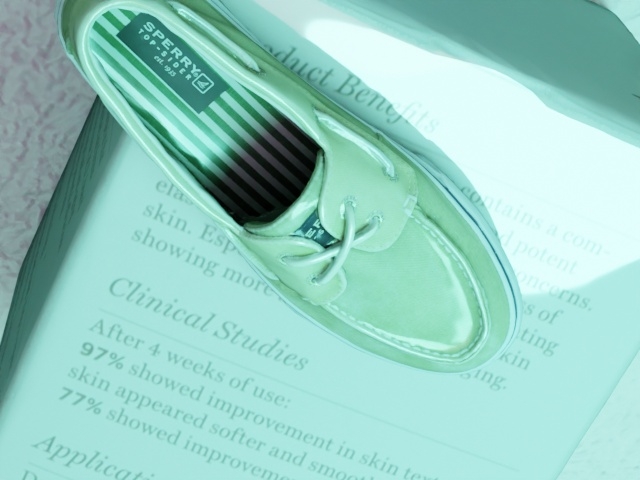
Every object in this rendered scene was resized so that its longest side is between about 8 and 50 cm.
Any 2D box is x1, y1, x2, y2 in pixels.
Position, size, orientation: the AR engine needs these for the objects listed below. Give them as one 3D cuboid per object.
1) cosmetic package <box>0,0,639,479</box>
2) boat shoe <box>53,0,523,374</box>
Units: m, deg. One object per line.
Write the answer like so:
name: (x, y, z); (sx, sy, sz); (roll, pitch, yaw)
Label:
cosmetic package: (0.000, 0.000, 0.987); (0.329, 0.327, 0.393); (23, 112, -13)
boat shoe: (-0.015, -0.022, 0.745); (0.302, 0.094, 0.109); (39, 106, -19)
